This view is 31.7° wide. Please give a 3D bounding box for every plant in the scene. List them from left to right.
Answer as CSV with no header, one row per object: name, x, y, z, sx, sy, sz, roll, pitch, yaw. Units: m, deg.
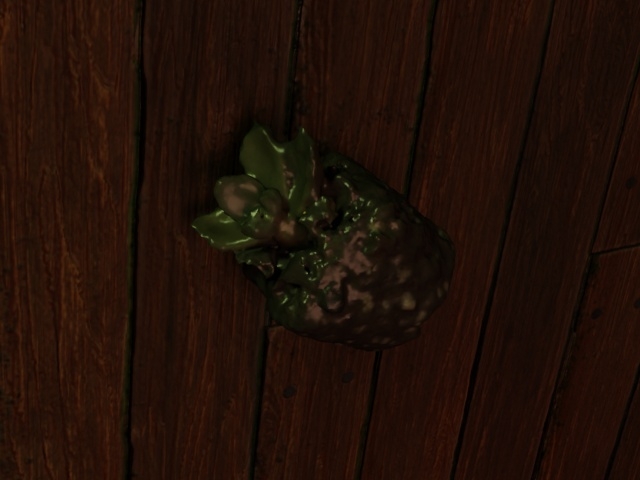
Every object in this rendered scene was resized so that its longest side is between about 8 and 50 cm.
plant,0.000,0.000,1.389,0.215,0.213,0.312,-50,134,6
